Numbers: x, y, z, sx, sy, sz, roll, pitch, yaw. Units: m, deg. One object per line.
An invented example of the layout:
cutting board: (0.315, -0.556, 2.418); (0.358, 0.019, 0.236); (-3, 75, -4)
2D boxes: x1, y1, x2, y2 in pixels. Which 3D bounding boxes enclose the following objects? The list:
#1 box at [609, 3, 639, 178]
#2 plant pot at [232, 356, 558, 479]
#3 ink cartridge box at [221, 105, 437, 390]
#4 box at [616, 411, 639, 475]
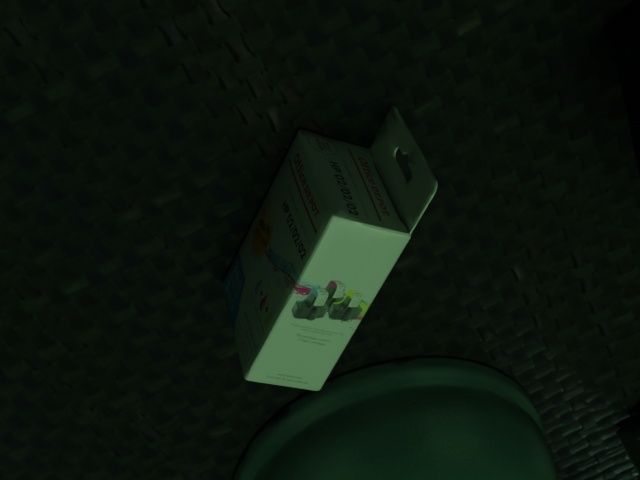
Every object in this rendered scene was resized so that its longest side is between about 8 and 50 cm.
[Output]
box: (0.417, -0.073, 0.695); (0.343, 0.179, 0.312); (35, 129, -30)
plant pot: (0.083, 0.270, 0.929); (0.293, 0.196, 0.293); (-8, 129, -10)
ink cartridge box: (0.000, 0.000, 0.746); (0.061, 0.104, 0.181); (13, 122, -26)
box: (0.467, 0.146, 1.016); (0.242, 0.076, 0.307); (30, 115, -36)
